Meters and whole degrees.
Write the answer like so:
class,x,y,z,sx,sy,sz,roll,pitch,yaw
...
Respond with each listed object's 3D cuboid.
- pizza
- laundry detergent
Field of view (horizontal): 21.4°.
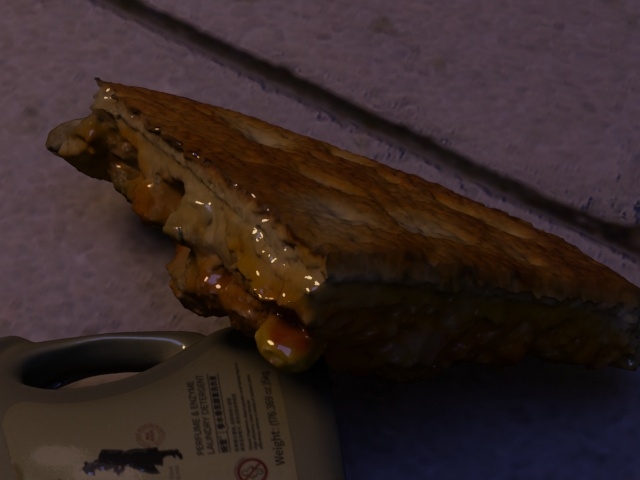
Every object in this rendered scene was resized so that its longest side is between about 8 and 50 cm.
class,x,y,z,sx,sy,sz,roll,pitch,yaw
pizza,0.019,-0.003,0.923,0.268,0.087,0.258,6,23,-37
laundry detergent,-0.118,0.123,0.856,0.253,0.091,0.181,-3,54,-7
